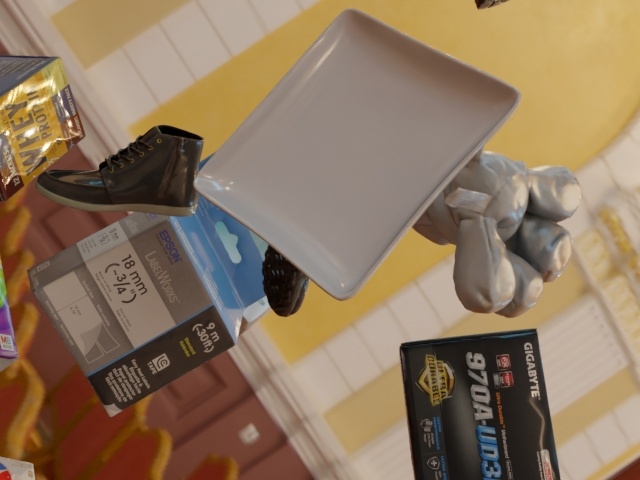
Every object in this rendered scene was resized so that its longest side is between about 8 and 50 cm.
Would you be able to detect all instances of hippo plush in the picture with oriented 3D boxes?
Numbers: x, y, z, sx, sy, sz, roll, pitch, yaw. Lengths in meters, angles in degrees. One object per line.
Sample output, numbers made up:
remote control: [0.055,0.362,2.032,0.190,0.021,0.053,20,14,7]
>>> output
hippo plush: [0.177,-0.029,1.450,0.236,0.234,0.294,12,-8,46]

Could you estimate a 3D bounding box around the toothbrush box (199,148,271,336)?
toothbrush box: [-0.166,0.002,2.000,0.295,0.216,0.126,48,-29,5]

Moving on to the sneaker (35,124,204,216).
sneaker: [-0.271,-0.105,1.464,0.083,0.222,0.118,-127,-135,-60]

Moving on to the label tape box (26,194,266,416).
label tape box: [-0.240,0.076,1.646,0.241,0.333,0.106,65,-11,-24]

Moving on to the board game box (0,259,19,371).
board game box: [-0.462,0.033,1.219,0.142,0.144,0.275,20,44,-51]

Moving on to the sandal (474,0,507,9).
sandal: [0.286,-0.411,1.577,0.219,0.090,0.060,136,-62,-69]

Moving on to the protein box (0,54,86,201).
protein box: [-0.495,-0.170,1.568,0.201,0.200,0.136,7,-54,27]

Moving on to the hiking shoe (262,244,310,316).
hiking shoe: [0.000,0.000,1.440,0.114,0.227,0.086,9,15,-37]

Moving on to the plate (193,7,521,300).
plate: [0.034,-0.095,1.140,0.278,0.277,0.045,36,-7,39]

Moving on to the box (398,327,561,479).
box: [0.195,0.228,1.323,0.051,0.175,0.220,80,4,-74]

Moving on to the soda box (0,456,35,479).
soda box: [-0.484,0.329,1.445,0.216,0.069,0.074,29,35,-50]
